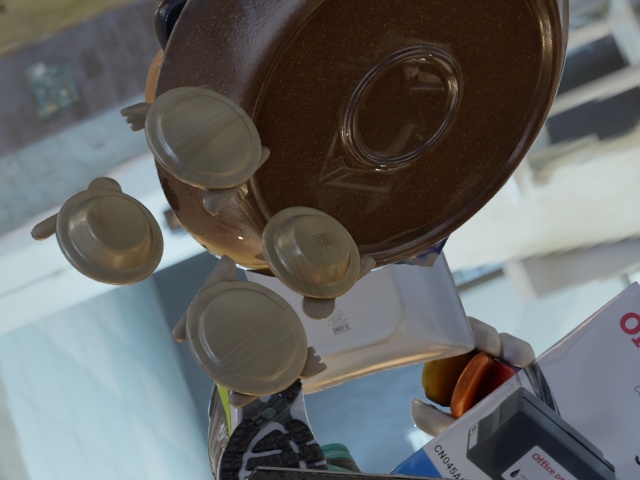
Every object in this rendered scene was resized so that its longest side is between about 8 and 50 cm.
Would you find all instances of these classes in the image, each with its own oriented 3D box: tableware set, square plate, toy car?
[{"bbox_3d":[-0.051,-0.001,0.790,0.169,0.141,0.020,43,139,4],"label":"tableware set"},{"bbox_3d":[0.000,0.000,1.816,0.347,0.049,0.344,-21,88,52],"label":"square plate"},{"bbox_3d":[0.216,0.194,1.982,0.182,0.159,0.136,25,178,-42],"label":"toy car"}]

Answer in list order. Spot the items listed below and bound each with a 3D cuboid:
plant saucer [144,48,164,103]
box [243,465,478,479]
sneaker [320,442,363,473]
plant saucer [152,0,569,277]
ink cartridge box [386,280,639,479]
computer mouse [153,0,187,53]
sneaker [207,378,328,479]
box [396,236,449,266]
[{"bbox_3d":[-0.129,-0.214,1.809,0.037,0.200,0.200,48,178,15],"label":"plant saucer"},{"bbox_3d":[0.092,0.306,1.223,0.322,0.079,0.257,11,-138,-42],"label":"box"},{"bbox_3d":[0.061,0.355,2.023,0.295,0.123,0.178,31,-179,-33],"label":"sneaker"},{"bbox_3d":[0.043,-0.094,1.003,0.050,0.311,0.310,47,168,43],"label":"plant saucer"},{"bbox_3d":[0.288,0.282,1.683,0.285,0.395,0.166,54,-175,35],"label":"ink cartridge box"},{"bbox_3d":[-0.060,-0.114,1.361,0.242,0.071,0.041,53,164,-12],"label":"computer mouse"},{"bbox_3d":[-0.059,0.221,1.541,0.300,0.111,0.121,-93,15,-51],"label":"sneaker"},{"bbox_3d":[0.023,-0.023,1.322,0.109,0.178,0.042,114,154,-54],"label":"box"}]
